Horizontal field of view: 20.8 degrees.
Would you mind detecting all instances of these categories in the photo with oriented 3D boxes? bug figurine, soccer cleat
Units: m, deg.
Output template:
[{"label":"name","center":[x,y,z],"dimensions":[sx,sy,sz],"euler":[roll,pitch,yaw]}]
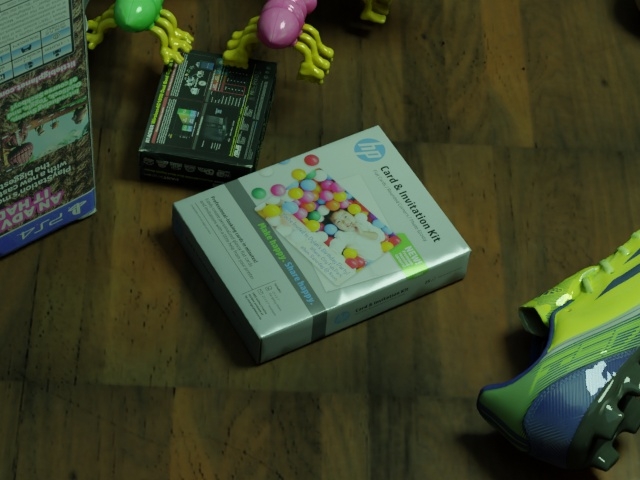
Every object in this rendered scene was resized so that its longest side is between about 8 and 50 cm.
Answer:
[{"label":"bug figurine","center":[-0.078,-0.222,1.463],"dimensions":[0.279,0.072,0.216],"euler":[9,39,2]},{"label":"soccer cleat","center":[0.217,0.046,1.294],"dimensions":[0.121,0.093,0.289],"euler":[24,53,22]}]

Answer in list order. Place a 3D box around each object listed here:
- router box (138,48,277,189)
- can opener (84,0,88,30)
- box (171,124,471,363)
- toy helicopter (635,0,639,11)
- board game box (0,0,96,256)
[{"label":"router box","center":[-0.090,-0.098,1.414],"dimensions":[0.092,0.038,0.122],"euler":[10,51,2]},{"label":"can opener","center":[-0.255,-0.243,1.470],"dimensions":[0.076,0.095,0.283],"euler":[7,39,-25]},{"label":"box","center":[0.000,0.000,1.345],"dimensions":[0.186,0.038,0.145],"euler":[-21,56,-21]},{"label":"toy helicopter","center":[0.329,-0.351,1.565],"dimensions":[0.235,0.140,0.355],"euler":[26,65,-28]},{"label":"board game box","center":[-0.298,-0.109,1.243],"dimensions":[0.232,0.291,0.141],"euler":[-28,58,-25]}]
